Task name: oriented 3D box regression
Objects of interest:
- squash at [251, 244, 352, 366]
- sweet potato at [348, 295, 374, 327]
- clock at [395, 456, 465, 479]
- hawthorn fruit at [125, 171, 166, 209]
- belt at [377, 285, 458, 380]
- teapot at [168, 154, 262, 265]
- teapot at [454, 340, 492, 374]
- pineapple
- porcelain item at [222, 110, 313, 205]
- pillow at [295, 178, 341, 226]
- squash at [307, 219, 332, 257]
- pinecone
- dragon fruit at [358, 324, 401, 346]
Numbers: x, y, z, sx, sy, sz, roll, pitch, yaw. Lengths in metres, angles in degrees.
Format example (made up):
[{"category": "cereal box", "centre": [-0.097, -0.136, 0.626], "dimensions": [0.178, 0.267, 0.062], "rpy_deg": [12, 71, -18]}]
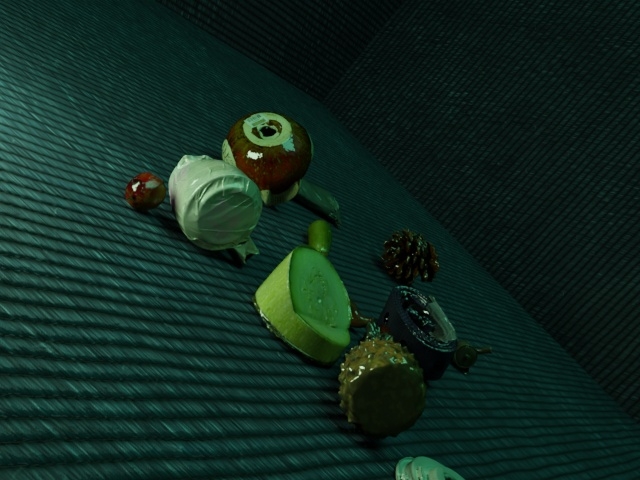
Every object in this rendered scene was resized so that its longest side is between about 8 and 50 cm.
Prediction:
[{"category": "squash", "centre": [-0.013, 0.133, 1.543], "dimensions": [0.220, 0.133, 0.220], "rpy_deg": [42, 17, -16]}, {"category": "sweet potato", "centre": [0.031, 0.127, 1.795], "dimensions": [0.202, 0.055, 0.058], "rpy_deg": [42, 14, 7]}, {"category": "clock", "centre": [0.227, 0.448, 1.356], "dimensions": [0.236, 0.053, 0.236], "rpy_deg": [37, 14, -11]}, {"category": "hawthorn fruit", "centre": [-0.325, -0.091, 1.491], "dimensions": [0.077, 0.077, 0.077], "rpy_deg": [38, 14, -12]}, {"category": "belt", "centre": [0.222, 0.221, 1.883], "dimensions": [0.140, 0.126, 0.230], "rpy_deg": [2, 35, -30]}, {"category": "teapot", "centre": [-0.199, -0.077, 1.599], "dimensions": [0.221, 0.163, 0.178], "rpy_deg": [28, 12, -42]}, {"category": "teapot", "centre": [0.402, 0.307, 2.151], "dimensions": [0.080, 0.110, 0.085], "rpy_deg": [-138, -141, -74]}, {"category": "pineapple", "centre": [0.102, 0.237, 1.496], "dimensions": [0.169, 0.169, 0.340], "rpy_deg": [39, 6, -8]}, {"category": "porcelain item", "centre": [-0.140, -0.211, 2.133], "dimensions": [0.253, 0.253, 0.253], "rpy_deg": [38, 14, -12]}, {"category": "pillow", "centre": [-0.030, -0.139, 2.427], "dimensions": [0.255, 0.059, 0.169], "rpy_deg": [30, 21, -40]}, {"category": "squash", "centre": [0.000, 0.000, 2.071], "dimensions": [0.066, 0.066, 0.201], "rpy_deg": [37, 15, -15]}, {"category": "pinecone", "centre": [0.272, 0.051, 2.454], "dimensions": [0.195, 0.150, 0.179], "rpy_deg": [29, 19, -38]}, {"category": "dragon fruit", "centre": [0.140, 0.236, 1.714], "dimensions": [0.106, 0.083, 0.162], "rpy_deg": [43, 12, 0]}]
